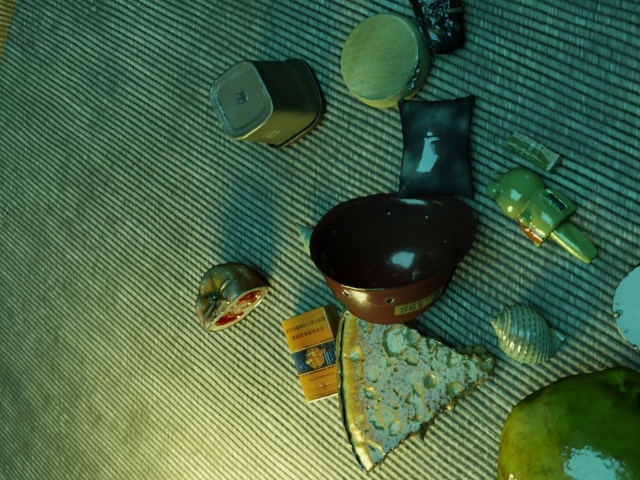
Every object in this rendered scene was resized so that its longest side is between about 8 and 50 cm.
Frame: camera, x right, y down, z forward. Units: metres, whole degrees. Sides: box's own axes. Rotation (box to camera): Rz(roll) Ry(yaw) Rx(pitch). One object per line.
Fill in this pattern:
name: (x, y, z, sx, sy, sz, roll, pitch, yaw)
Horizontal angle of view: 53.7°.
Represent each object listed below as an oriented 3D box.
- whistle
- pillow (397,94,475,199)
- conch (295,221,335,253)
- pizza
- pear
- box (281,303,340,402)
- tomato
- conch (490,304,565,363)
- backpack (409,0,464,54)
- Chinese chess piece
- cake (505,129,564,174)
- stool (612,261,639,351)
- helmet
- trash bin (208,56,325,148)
whistle: (0.485, -0.058, 1.383, 0.288, 0.131, 0.106, 48, 144, 17)
pillow: (0.273, -0.219, 1.496, 0.186, 0.106, 0.250, -1, 86, 14)
conch: (-0.002, 0.004, 1.718, 0.180, 0.088, 0.065, 44, 157, 15)
pizza: (0.234, 0.346, 1.560, 0.406, 0.130, 0.440, -8, 82, 20)
pear: (0.540, 0.449, 1.254, 0.352, 0.352, 0.413, 41, 105, 23)
box: (0.000, 0.308, 1.722, 0.152, 0.070, 0.237, -24, 82, 29)
tomato: (-0.272, 0.146, 1.818, 0.214, 0.181, 0.155, -45, 65, 21)
conch: (0.457, 0.219, 1.425, 0.153, 0.102, 0.135, 32, 123, 25)
backpack: (0.285, -0.524, 1.479, 0.106, 0.120, 0.165, -20, 99, 33)
Chinese chess piece: (0.163, -0.443, 1.569, 0.238, 0.092, 0.238, 1, 92, 31)
cake: (0.485, -0.200, 1.427, 0.140, 0.055, 0.051, 46, 117, 40)
stool: (0.663, 0.114, 1.195, 0.179, 0.264, 0.179, 2, 93, 30)
helmet: (0.173, 0.064, 1.496, 0.337, 0.385, 0.230, 47, 153, 46)
trash bin: (-0.143, -0.367, 1.668, 0.220, 0.250, 0.219, -31, 83, 28)
